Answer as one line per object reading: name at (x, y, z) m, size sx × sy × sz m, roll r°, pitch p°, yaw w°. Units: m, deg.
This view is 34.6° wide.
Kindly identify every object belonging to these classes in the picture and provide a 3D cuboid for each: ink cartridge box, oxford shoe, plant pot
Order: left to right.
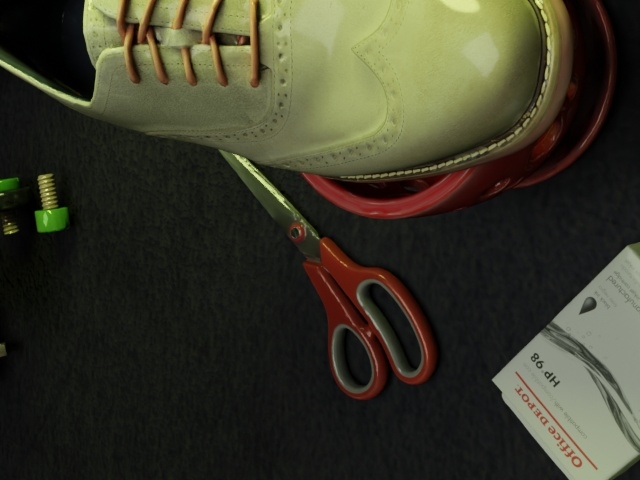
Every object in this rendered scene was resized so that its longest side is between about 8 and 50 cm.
oxford shoe at (-0.053, -0.104, 0.595) m, size 0.397 × 0.147 × 0.140 m, roll 8°, pitch 100°, yaw 40°
plant pot at (0.086, -0.115, 0.684) m, size 0.191 × 0.174 × 0.191 m, roll 7°, pitch 101°, yaw 38°
ink cartridge box at (0.195, 0.097, 0.699) m, size 0.104 × 0.060 × 0.180 m, roll 51°, pitch 124°, yaw 21°

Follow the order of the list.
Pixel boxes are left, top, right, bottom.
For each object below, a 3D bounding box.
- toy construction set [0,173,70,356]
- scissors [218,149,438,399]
toy construction set at (-0.446, 0.074, 1.080) m, size 0.258 × 0.309 × 0.237 m, roll 0°, pitch 101°, yaw 47°
scissors at (0.000, 0.000, 0.874) m, size 0.109 × 0.021 × 0.297 m, roll -41°, pitch 70°, yaw 38°
